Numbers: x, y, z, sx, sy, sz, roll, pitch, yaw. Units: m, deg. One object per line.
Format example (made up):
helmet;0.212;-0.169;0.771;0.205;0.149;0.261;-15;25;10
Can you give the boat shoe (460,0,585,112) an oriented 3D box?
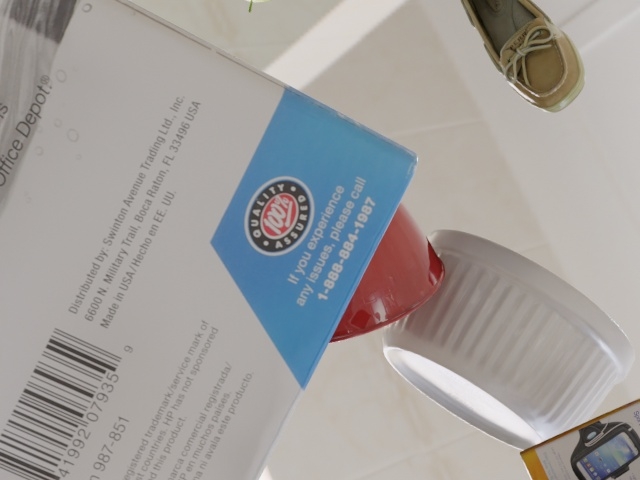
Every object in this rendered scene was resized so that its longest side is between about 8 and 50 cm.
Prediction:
boat shoe;0.138;-0.151;1.054;0.056;0.048;0.153;-43;-133;24

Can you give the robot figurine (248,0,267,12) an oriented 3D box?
robot figurine;-0.057;-0.261;1.284;0.101;0.067;0.115;-15;-96;42

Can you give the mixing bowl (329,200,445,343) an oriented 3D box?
mixing bowl;0.000;0.000;1.163;0.181;0.181;0.098;6;-60;41

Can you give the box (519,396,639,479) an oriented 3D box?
box;0.233;0.175;1.144;0.136;0.028;0.081;-24;-93;2

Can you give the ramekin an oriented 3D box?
ramekin;0.151;0.093;1.249;0.207;0.207;0.109;23;-106;36

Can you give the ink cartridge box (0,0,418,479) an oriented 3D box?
ink cartridge box;-0.148;-0.013;0.670;0.223;0.307;0.129;-63;-165;3
